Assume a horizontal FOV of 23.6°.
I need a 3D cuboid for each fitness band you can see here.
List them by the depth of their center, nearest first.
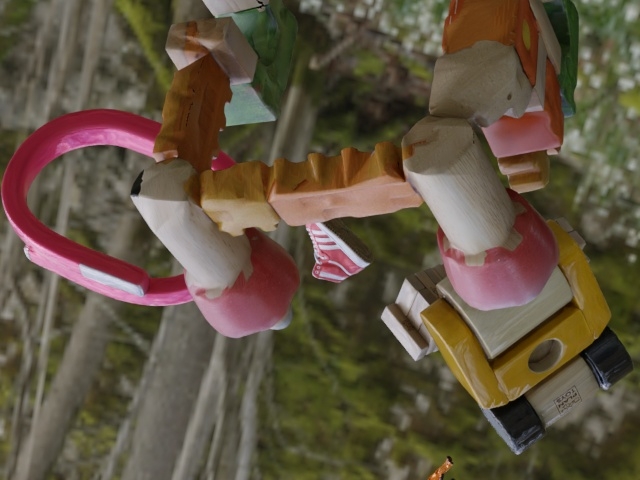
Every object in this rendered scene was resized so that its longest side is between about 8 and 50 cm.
[{"bbox_3d":[-0.212,-0.039,1.705,0.290,0.054,0.209,23,-120,15],"label":"fitness band"}]

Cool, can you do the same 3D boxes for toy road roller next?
[{"bbox_3d":[0.237,0.096,1.997,0.202,0.329,0.240,-36,-136,-5],"label":"toy road roller"}]

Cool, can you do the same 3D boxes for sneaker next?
[{"bbox_3d":[0.000,0.000,1.806,0.118,0.067,0.042,46,-147,-7],"label":"sneaker"}]

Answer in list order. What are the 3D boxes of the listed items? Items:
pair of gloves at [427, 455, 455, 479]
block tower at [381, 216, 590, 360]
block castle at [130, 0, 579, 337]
[{"bbox_3d":[0.121,0.274,1.650,0.010,0.074,0.083,33,-166,-9],"label":"pair of gloves"},{"bbox_3d":[0.255,0.068,2.281,0.335,0.097,0.091,-21,-122,-32],"label":"block tower"},{"bbox_3d":[0.051,-0.151,1.238,0.303,0.213,0.453,-7,-126,23],"label":"block castle"}]
